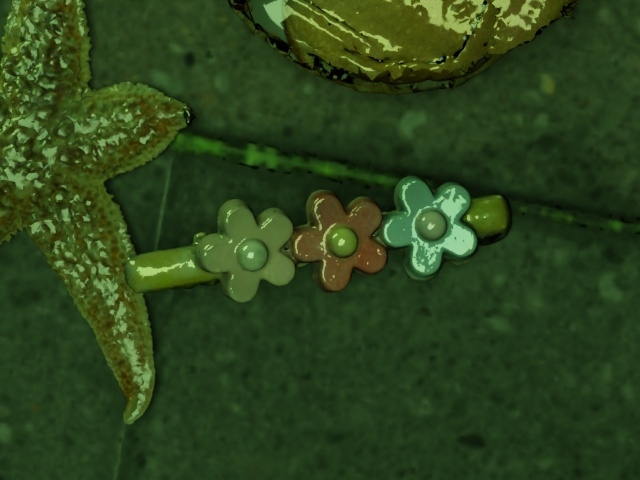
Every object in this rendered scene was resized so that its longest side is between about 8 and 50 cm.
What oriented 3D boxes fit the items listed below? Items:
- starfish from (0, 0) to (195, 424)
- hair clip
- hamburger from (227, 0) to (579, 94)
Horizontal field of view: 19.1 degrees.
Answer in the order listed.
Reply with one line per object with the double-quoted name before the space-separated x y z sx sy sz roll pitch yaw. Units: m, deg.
"starfish" -0.181 -0.032 1.071 0.231 0.048 0.295 -12 96 -4
"hair clip" 0.000 0.001 1.033 0.214 0.056 0.062 -8 97 1
"hamburger" 0.046 -0.186 1.005 0.231 0.107 0.231 1 98 5
